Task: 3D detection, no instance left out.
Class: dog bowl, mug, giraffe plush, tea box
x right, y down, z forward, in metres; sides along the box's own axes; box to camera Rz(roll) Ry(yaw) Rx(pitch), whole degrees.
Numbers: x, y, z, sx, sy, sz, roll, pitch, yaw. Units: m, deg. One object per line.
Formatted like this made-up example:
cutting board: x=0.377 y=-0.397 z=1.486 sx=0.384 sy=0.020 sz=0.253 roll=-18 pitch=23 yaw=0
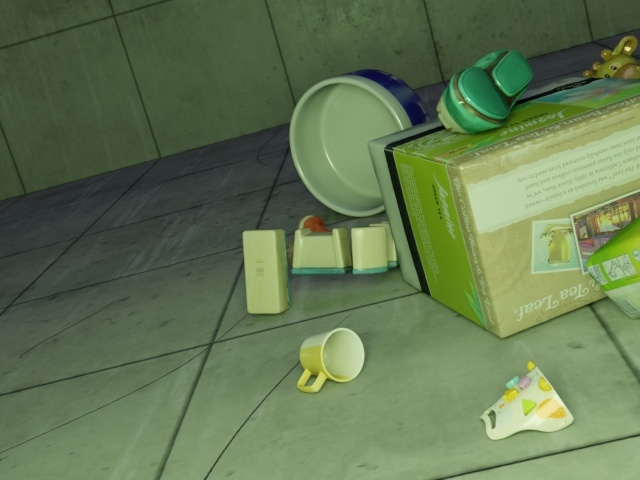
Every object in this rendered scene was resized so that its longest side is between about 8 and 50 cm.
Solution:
dog bowl: x=0.077 y=-0.184 z=1.822 sx=0.265 sy=0.264 sz=0.104 roll=-4 pitch=17 yaw=38
mug: x=0.002 y=0.137 z=1.139 sx=0.078 sy=0.062 sz=0.064 roll=-19 pitch=6 yaw=-36
giraffe plush: x=0.541 y=-0.253 z=1.657 sx=0.181 sy=0.170 sz=0.210 roll=-56 pitch=21 yaw=-12
tea box: x=0.282 y=-0.063 z=1.254 sx=0.329 sy=0.219 sz=0.323 roll=-20 pitch=16 yaw=-13

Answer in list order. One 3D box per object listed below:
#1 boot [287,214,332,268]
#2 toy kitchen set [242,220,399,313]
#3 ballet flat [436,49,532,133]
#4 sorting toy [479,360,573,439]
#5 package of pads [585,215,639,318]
boot: x=0.000 y=0.000 z=1.651 sx=0.085 sy=0.059 sz=0.158 roll=-9 pitch=24 yaw=14
toy kitchen set: x=0.015 y=0.038 z=1.447 sx=0.207 sy=0.122 sz=0.166 roll=-1 pitch=4 yaw=21
ballet flat: x=0.192 y=-0.171 z=1.194 sx=0.087 sy=0.083 sz=0.247 roll=-36 pitch=2 yaw=33
sorting toy: x=0.187 y=0.158 z=0.922 sx=0.075 sy=0.044 sz=0.083 roll=-35 pitch=14 yaw=5
package of pads: x=0.448 y=-0.042 z=1.003 sx=0.297 sy=0.101 sz=0.229 roll=-37 pitch=-2 yaw=-15
